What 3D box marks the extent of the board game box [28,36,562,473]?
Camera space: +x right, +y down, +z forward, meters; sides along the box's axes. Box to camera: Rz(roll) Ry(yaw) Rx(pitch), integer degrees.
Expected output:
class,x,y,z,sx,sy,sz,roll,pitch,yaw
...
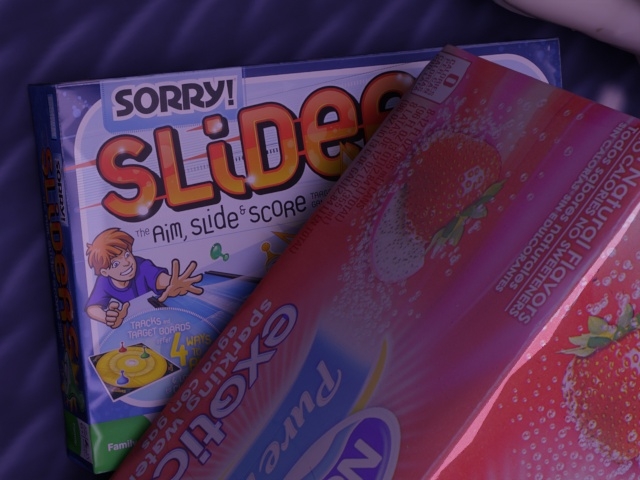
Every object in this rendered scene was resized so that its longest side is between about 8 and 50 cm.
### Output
class,x,y,z,sx,sy,sz,roll,pitch,yaw
board game box,0.000,0.000,0.636,0.201,0.035,0.136,-9,98,-25

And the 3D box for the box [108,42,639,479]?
class,x,y,z,sx,sy,sz,roll,pitch,yaw
box,0.030,0.105,0.565,0.154,0.142,0.300,40,87,-30

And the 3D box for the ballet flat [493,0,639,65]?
class,x,y,z,sx,sy,sz,roll,pitch,yaw
ballet flat,0.088,-0.157,0.605,0.147,0.147,0.409,-55,132,-12
